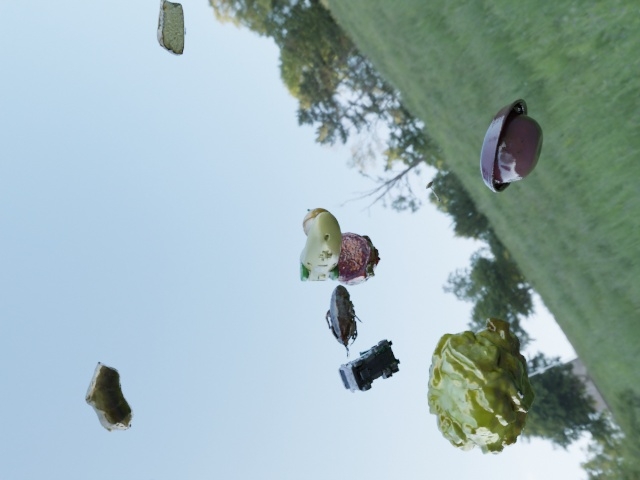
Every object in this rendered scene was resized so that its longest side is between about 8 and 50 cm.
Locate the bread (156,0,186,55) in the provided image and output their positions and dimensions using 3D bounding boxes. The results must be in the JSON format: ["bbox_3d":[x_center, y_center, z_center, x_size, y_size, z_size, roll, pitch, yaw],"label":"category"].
[{"bbox_3d":[-0.386,-0.544,1.204,0.044,0.129,0.126,10,-165,4],"label":"bread"}]

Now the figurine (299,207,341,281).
[{"bbox_3d":[0.000,0.000,1.507,0.124,0.324,0.222,1,-121,-7],"label":"figurine"}]

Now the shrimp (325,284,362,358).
[{"bbox_3d":[0.059,0.207,1.209,0.073,0.075,0.190,15,-125,-44],"label":"shrimp"}]

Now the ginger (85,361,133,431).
[{"bbox_3d":[-0.531,0.398,1.192,0.190,0.069,0.095,67,-162,-1],"label":"ginger"}]

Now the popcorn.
[{"bbox_3d":[0.327,0.283,0.926,0.233,0.192,0.266,34,-109,-27],"label":"popcorn"}]

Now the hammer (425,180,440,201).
[{"bbox_3d":[0.348,-0.146,1.444,0.014,0.029,0.123,45,-174,34],"label":"hammer"}]

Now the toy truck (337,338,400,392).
[{"bbox_3d":[0.153,0.405,1.522,0.216,0.116,0.110,-20,-94,-42],"label":"toy truck"}]

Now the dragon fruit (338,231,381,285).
[{"bbox_3d":[0.117,0.068,1.808,0.282,0.211,0.147,33,177,35],"label":"dragon fruit"}]

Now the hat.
[{"bbox_3d":[0.406,-0.189,0.975,0.089,0.205,0.205,18,-167,35],"label":"hat"}]
